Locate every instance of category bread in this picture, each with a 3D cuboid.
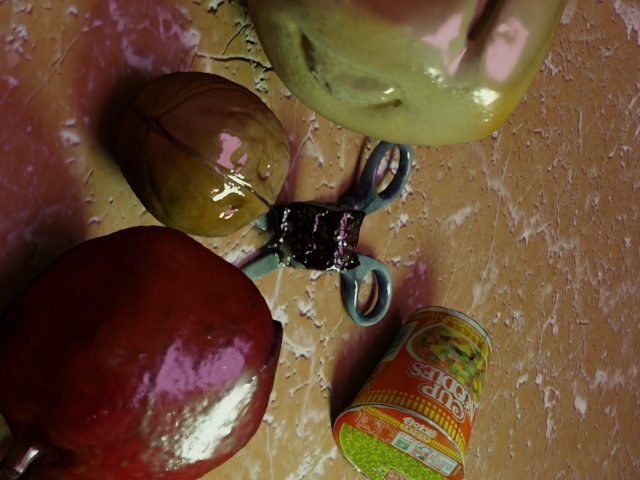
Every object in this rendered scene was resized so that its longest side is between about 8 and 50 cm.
[{"bbox_3d":[0.098,-0.306,2.014,0.253,0.348,0.376,134,-23,-66],"label":"bread"}]

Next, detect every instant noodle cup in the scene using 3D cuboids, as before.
[{"bbox_3d":[0.140,0.208,2.434,0.193,0.193,0.212,73,33,-41],"label":"instant noodle cup"}]

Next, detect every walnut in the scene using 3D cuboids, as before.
[{"bbox_3d":[-0.120,-0.088,1.880,0.207,0.167,0.167,35,70,-56],"label":"walnut"}]

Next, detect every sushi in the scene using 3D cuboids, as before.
[{"bbox_3d":[0.000,-0.004,2.139,0.098,0.094,0.084,-11,109,-59],"label":"sushi"}]

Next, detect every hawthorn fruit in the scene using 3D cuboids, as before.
[{"bbox_3d":[-0.196,0.136,1.743,0.307,0.265,0.265,-44,137,-34],"label":"hawthorn fruit"}]

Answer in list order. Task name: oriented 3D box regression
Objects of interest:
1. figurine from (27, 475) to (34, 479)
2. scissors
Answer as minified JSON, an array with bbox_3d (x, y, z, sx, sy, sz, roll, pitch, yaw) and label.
[{"bbox_3d":[-0.229,0.309,1.867,0.234,0.127,0.185,-17,114,-60],"label":"figurine"},{"bbox_3d":[0.000,0.000,2.246,0.383,0.029,0.256,-9,110,-57],"label":"scissors"}]
